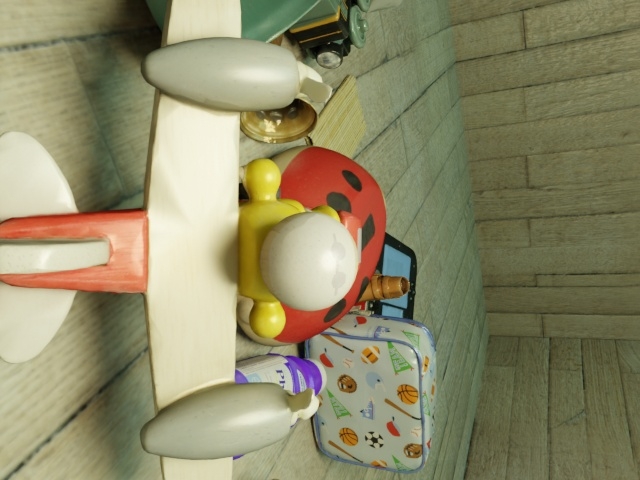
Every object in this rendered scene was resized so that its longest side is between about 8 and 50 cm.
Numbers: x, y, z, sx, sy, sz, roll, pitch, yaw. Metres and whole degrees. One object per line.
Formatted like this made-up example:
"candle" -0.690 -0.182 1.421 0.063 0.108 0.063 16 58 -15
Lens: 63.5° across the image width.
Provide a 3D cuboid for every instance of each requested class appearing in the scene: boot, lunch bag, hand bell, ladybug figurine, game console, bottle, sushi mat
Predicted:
"boot" 0.092 0.101 1.070 0.197 0.152 0.073 -20 105 -63
"lunch bag" 0.087 0.270 0.955 0.115 0.242 0.304 -39 128 -60
"hand bell" -0.074 -0.296 0.852 0.126 0.126 0.242 38 43 -58
"ladybug figurine" 0.000 0.000 0.880 0.449 0.161 0.305 -57 137 -51
"game console" 0.179 0.165 1.357 0.386 0.060 0.343 24 66 -61
"bottle" -0.078 0.231 0.772 0.282 0.092 0.118 8 79 -64
"sushi mat" 0.044 -0.242 1.162 0.317 0.019 0.152 -63 143 -46

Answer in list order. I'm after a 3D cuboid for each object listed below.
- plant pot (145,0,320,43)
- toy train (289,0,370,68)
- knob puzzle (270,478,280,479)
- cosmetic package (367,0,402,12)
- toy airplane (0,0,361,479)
"plant pot" -0.106 -0.371 0.613 0.196 0.293 0.293 53 33 -6
"toy train" 0.013 -0.499 0.977 0.190 0.142 0.334 39 53 -59
"knob puzzle" -0.084 0.342 0.658 0.213 0.213 0.030 13 76 -63
"cosmetic package" 0.115 -0.717 1.067 0.284 0.097 0.378 -165 -120 -82
"toy airplane" -0.098 0.007 0.487 0.385 0.272 0.386 -56 133 -31
